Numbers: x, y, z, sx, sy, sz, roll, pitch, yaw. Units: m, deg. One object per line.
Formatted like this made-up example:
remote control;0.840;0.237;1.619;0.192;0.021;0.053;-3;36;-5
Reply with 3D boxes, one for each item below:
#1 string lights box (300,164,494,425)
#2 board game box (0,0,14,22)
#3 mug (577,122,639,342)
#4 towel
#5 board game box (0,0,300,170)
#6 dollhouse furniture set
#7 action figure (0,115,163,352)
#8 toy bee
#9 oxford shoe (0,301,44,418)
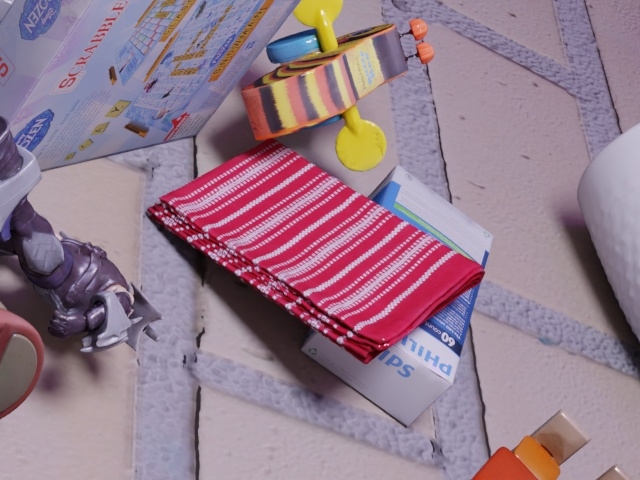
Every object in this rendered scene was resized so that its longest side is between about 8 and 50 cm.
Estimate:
string lights box;0.082;0.048;1.630;0.133;0.077;0.259;36;35;-9
board game box;-0.354;-0.291;1.569;0.305;0.053;0.193;26;34;-23
mug;0.491;0.057;1.893;0.374;0.276;0.328;45;24;-60
towel;0.000;0.000;1.542;0.275;0.031;0.199;33;38;22
board game box;-0.148;-0.194;1.450;0.066;0.318;0.318;52;35;15
dollhouse furniture set;0.237;0.296;1.470;0.259;0.135;0.262;46;35;5
action figure;-0.231;0.007;1.291;0.185;0.099;0.285;21;-19;37
toy bee;0.027;-0.191;1.685;0.298;0.162;0.195;-81;151;-51
oxford shoe;-0.374;0.082;1.146;0.348;0.123;0.130;1;27;-43
